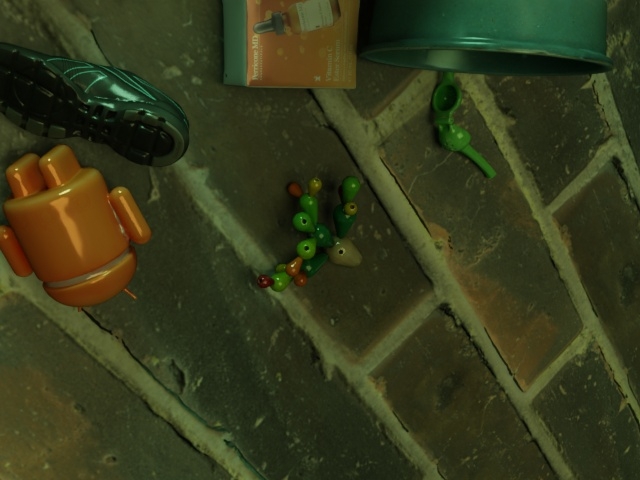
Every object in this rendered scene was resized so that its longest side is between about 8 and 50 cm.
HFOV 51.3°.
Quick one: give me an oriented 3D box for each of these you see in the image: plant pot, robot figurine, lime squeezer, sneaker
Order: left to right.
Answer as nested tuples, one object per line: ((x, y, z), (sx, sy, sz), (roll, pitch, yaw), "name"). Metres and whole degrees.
((-0.317, -0.008, 0.849), (0.158, 0.128, 0.219), (-32, 117, -30), "robot figurine")
((-0.292, -0.175, 0.839), (0.268, 0.106, 0.101), (23, 123, -14), "sneaker")
((0.240, -0.225, 1.139), (0.110, 0.059, 0.310), (-29, 116, -19), "lime squeezer")
((0.233, -0.407, 0.900), (0.342, 0.341, 0.333), (-2, 101, -29), "plant pot")

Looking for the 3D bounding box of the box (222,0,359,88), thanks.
((-0.042, -0.278, 0.927), (0.171, 0.091, 0.129), (-7, 107, -28), "box")

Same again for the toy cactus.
((0.000, 0.000, 1.059), (0.180, 0.112, 0.218), (34, 84, -51), "toy cactus")
